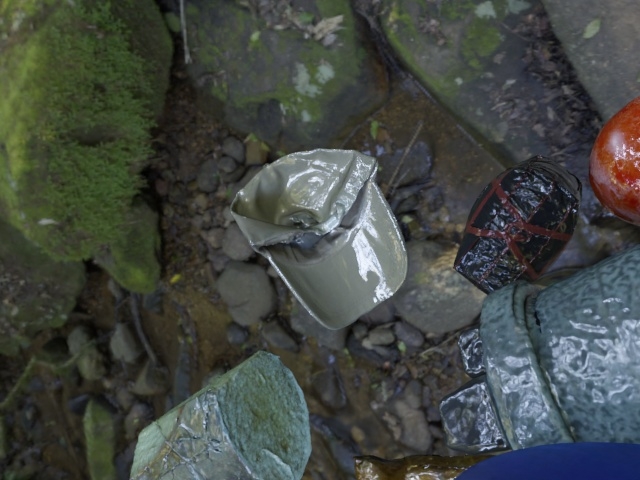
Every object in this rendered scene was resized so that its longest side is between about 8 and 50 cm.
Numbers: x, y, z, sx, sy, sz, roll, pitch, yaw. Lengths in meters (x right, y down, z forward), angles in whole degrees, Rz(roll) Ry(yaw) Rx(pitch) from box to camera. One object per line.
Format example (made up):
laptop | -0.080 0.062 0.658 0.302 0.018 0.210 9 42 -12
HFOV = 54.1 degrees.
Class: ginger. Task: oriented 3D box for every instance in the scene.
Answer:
ginger | 0.216 0.405 1.034 0.309 0.133 0.107 -6 88 30

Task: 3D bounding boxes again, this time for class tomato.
tomato | 0.408 -0.091 0.716 0.151 0.187 0.187 42 130 45

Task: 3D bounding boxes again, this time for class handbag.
handbag | 0.311 -0.023 0.985 0.155 0.169 0.215 34 112 9

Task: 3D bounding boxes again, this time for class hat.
hat | 0.000 0.000 0.718 0.144 0.166 0.173 42 158 46

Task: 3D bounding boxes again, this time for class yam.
yam | -0.155 0.311 0.935 0.271 0.202 0.201 -29 91 31

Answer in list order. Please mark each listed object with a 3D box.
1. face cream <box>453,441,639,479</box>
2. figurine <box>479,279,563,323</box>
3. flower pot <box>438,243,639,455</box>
face cream | 0.214 0.287 0.430 0.249 0.249 0.225 -2 93 46
figurine | 0.441 0.180 1.359 0.222 0.325 0.124 -37 58 32
flower pot | 0.302 0.168 0.678 0.283 0.299 0.299 -29 81 26
